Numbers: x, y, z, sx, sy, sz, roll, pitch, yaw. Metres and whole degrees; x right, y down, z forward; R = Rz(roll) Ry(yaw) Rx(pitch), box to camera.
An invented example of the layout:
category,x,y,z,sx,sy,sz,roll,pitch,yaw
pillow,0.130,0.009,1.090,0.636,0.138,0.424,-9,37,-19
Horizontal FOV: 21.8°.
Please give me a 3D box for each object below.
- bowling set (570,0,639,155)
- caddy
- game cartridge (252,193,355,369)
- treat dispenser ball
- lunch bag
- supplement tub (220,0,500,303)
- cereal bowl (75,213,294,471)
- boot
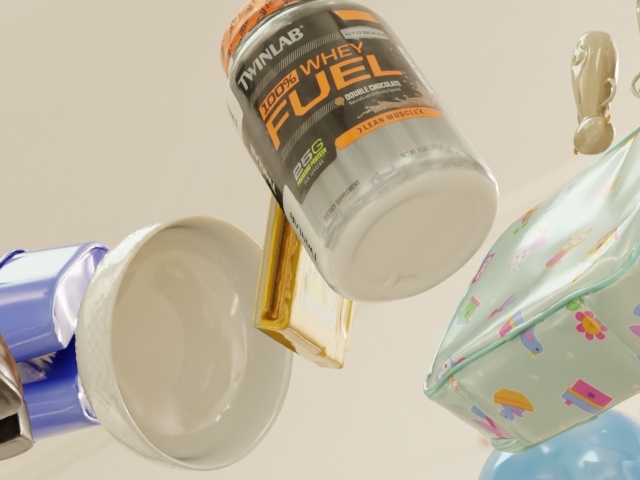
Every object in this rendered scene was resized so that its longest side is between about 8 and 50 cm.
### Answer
category,x,y,z,sx,sy,sz,roll,pitch,yaw
bowling set,0.398,-0.183,1.670,0.199,0.154,0.287,18,-37,-16
caddy,-0.384,0.140,2.293,0.179,0.241,0.341,-13,16,15
game cartridge,0.000,0.000,2.077,0.323,0.052,0.285,39,-123,-70
treat dispenser ball,0.335,0.352,2.100,0.288,0.288,0.288,-34,-20,-14
lunch bag,0.212,0.027,1.255,0.279,0.108,0.224,-39,14,48
supplement tub,0.029,-0.114,1.771,0.207,0.338,0.207,-20,-38,-16
cereal bowl,-0.197,0.137,2.205,0.141,0.339,0.339,-6,7,42
boot,-0.342,0.047,1.545,0.096,0.280,0.264,-19,-18,1
